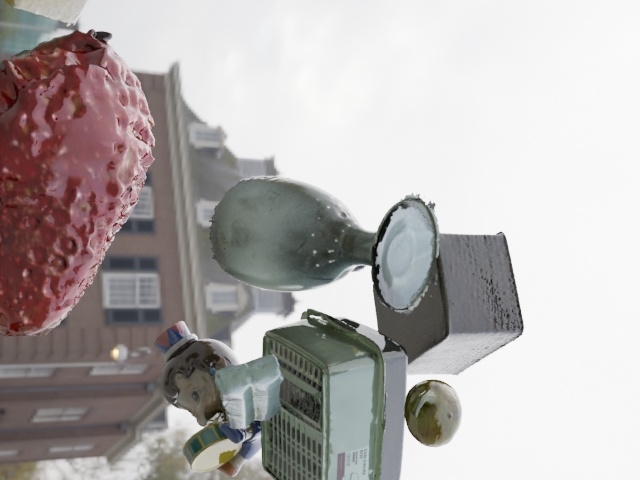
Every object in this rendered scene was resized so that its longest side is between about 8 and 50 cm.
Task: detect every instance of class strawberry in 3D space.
[{"bbox_3d":[-0.273,-0.063,0.901,0.258,0.261,0.261,62,-22,-14],"label":"strawberry"}]

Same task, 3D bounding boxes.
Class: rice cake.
[{"bbox_3d":[-0.095,0.208,1.260,0.226,0.085,0.040,96,-26,-67],"label":"rice cake"}]

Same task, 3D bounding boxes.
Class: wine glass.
[{"bbox_3d":[-0.001,-0.001,1.438,0.357,0.190,0.190,8,-84,40],"label":"wine glass"}]

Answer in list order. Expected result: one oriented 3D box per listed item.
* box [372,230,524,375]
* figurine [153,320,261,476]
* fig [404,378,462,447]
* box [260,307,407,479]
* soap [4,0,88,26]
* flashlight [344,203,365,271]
[{"bbox_3d":[0.206,0.111,1.564,0.273,0.143,0.184,129,-41,-61],"label":"box"},{"bbox_3d":[-0.198,0.267,1.616,0.275,0.158,0.161,54,-36,35],"label":"figurine"},{"bbox_3d":[0.143,0.215,1.203,0.082,0.084,0.098,28,-27,30],"label":"fig"},{"bbox_3d":[0.020,0.263,1.443,0.220,0.166,0.290,23,-63,50],"label":"box"},{"bbox_3d":[-0.420,-0.522,1.378,0.169,0.304,0.339,36,-77,16],"label":"soap"},{"bbox_3d":[0.048,-0.004,1.635,0.051,0.051,0.129,21,-49,63],"label":"flashlight"}]
